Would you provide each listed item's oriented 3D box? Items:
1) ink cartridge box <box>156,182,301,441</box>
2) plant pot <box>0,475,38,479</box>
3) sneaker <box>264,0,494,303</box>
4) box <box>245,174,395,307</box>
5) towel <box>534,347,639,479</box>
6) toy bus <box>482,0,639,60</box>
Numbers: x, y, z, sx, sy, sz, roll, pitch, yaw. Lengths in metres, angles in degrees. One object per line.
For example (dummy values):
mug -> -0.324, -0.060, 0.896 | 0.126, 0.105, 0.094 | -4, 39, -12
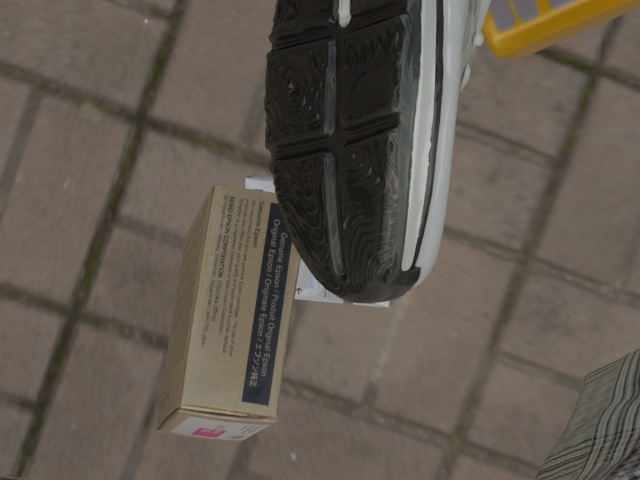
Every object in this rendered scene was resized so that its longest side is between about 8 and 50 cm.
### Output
ink cartridge box -> -0.082, 0.072, 1.412 | 0.088, 0.235, 0.193 | 9, 78, -9
plant pot -> -0.294, 0.328, 1.314 | 0.215, 0.215, 0.230 | 2, 68, -6
sneaker -> 0.112, -0.177, 1.068 | 0.257, 0.169, 0.447 | 5, 84, -32
box -> 0.000, 0.000, 1.932 | 0.186, 0.038, 0.145 | 4, 99, 15
towel -> 0.280, 0.113, 1.147 | 0.312, 0.324, 0.056 | -28, 100, 31
toy bus -> 0.218, -0.246, 1.326 | 0.332, 0.108, 0.130 | -22, 88, 19
